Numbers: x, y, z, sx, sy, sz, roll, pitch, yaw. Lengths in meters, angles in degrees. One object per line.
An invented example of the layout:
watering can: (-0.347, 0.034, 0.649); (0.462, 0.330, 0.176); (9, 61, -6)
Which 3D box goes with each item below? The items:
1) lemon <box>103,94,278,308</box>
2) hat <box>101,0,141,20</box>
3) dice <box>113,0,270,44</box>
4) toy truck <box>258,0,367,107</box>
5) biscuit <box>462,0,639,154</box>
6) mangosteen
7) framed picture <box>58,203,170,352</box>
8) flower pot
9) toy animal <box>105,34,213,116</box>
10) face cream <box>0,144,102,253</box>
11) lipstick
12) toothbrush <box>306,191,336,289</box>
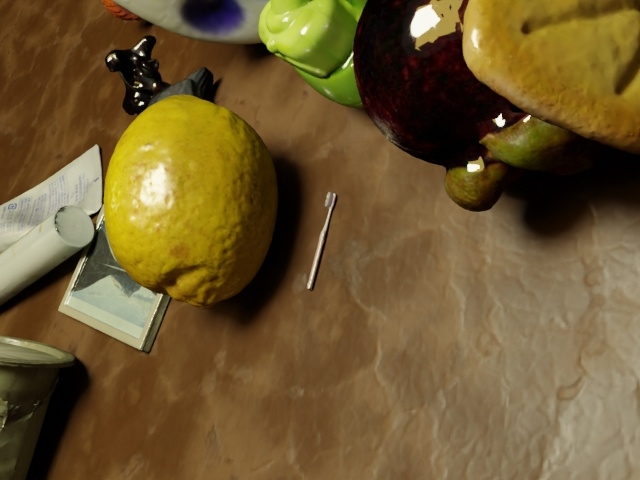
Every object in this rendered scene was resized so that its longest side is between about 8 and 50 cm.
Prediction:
lemon: (-0.126, -0.038, 0.895); (0.170, 0.170, 0.207); (-13, 63, 42)
hat: (-0.212, -0.351, 1.209); (0.162, 0.094, 0.112); (2, 98, 40)
dice: (-0.110, -0.409, 0.966); (0.277, 0.304, 0.304); (-31, 51, 32)
toy truck: (0.022, -0.217, 0.825); (0.148, 0.211, 0.187); (40, 118, 48)
biscuit: (0.208, -0.144, 0.576); (0.041, 0.260, 0.203); (136, 118, -72)
mangosteen: (0.124, -0.130, 0.676); (0.210, 0.210, 0.209); (-23, 55, 37)
framed picture: (-0.230, 0.038, 1.081); (0.203, 0.015, 0.150); (15, 81, 48)
flower pot: (-0.399, 0.211, 1.043); (0.212, 0.212, 0.202); (3, 82, 47)
toy animal: (-0.160, -0.127, 1.065); (0.117, 0.121, 0.210); (-19, 65, -15)
face cream: (-0.380, -0.036, 1.252); (0.224, 0.070, 0.114); (-27, 52, 19)
lipstick: (-0.388, 0.030, 1.204); (0.264, 0.059, 0.059); (-28, 52, 39)
toothbrush: (0.000, 0.000, 0.868); (0.006, 0.008, 0.097); (-9, 64, 59)
